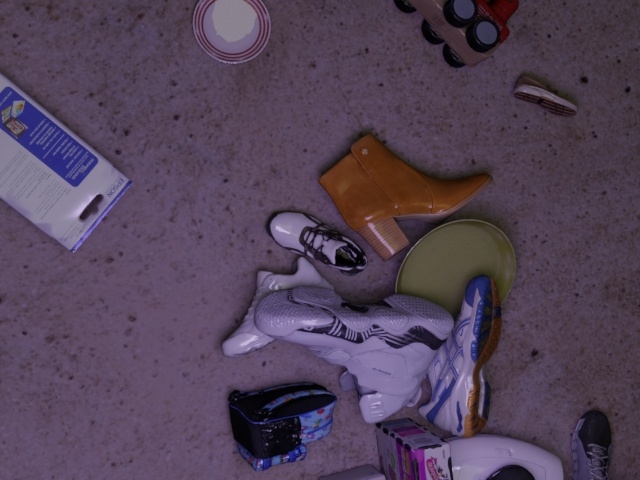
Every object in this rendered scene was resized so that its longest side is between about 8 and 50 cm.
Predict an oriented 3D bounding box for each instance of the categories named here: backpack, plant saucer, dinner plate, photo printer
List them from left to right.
[{"bbox_3d":[-0.160,-0.388,1.633,0.141,0.017,0.141,0,89,-14],"label":"dinner plate"},{"bbox_3d":[-0.058,0.315,1.582,0.173,0.158,0.117,-11,100,-25],"label":"backpack"},{"bbox_3d":[0.244,0.064,1.670,0.240,0.037,0.241,-8,118,-16],"label":"plant saucer"},{"bbox_3d":[0.314,0.517,1.681,0.255,0.107,0.308,9,86,-12],"label":"photo printer"}]

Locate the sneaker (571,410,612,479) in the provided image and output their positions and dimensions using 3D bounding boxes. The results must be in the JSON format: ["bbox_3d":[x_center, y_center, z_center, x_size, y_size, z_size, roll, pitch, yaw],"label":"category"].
[{"bbox_3d":[0.536,0.445,1.720,0.086,0.132,0.229,10,87,-13],"label":"sneaker"}]

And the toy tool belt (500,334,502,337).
[{"bbox_3d":[0.317,0.186,1.711,0.083,0.052,0.051,-30,58,-5],"label":"toy tool belt"}]

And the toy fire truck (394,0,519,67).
[{"bbox_3d":[0.298,-0.482,1.684,0.217,0.158,0.246,46,68,-8],"label":"toy fire truck"}]

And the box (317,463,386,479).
[{"bbox_3d":[0.080,0.557,1.633,0.113,0.094,0.275,-10,91,-13],"label":"box"}]

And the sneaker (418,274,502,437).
[{"bbox_3d":[0.246,0.204,1.654,0.111,0.130,0.297,10,89,-54],"label":"sneaker"}]

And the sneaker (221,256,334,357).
[{"bbox_3d":[-0.094,0.115,1.614,0.232,0.090,0.115,-36,90,-20],"label":"sneaker"}]

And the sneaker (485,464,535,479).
[{"bbox_3d":[0.295,0.547,1.549,0.122,0.146,0.331,30,81,-8],"label":"sneaker"}]

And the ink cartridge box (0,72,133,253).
[{"bbox_3d":[-0.496,-0.141,1.529,0.332,0.065,0.165,41,81,-8],"label":"ink cartridge box"}]

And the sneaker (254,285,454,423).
[{"bbox_3d":[0.048,0.202,1.567,0.365,0.137,0.210,5,110,-24],"label":"sneaker"}]

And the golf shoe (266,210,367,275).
[{"bbox_3d":[0.000,0.000,1.625,0.198,0.094,0.077,23,85,-10],"label":"golf shoe"}]

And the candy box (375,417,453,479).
[{"bbox_3d":[0.166,0.412,1.584,0.071,0.233,0.159,-7,91,-12],"label":"candy box"}]

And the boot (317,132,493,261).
[{"bbox_3d":[0.158,-0.116,1.663,0.295,0.104,0.211,-33,84,-22],"label":"boot"}]

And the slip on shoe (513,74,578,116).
[{"bbox_3d":[0.439,-0.280,1.755,0.135,0.051,0.041,18,73,-6],"label":"slip on shoe"}]
